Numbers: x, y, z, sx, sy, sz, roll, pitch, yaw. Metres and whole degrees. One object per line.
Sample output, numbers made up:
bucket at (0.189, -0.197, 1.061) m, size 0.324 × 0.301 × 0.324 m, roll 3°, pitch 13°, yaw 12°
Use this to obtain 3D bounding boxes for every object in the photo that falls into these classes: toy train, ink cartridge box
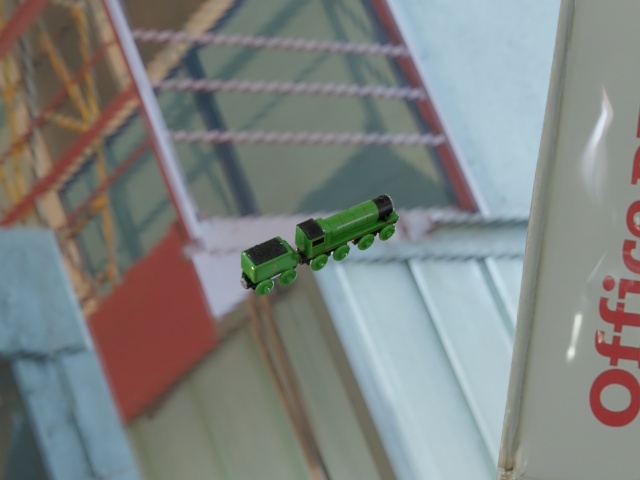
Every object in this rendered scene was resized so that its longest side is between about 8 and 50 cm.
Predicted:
toy train at (0.000, 0.000, 0.837) m, size 0.083 × 0.017 × 0.024 m, roll -24°, pitch -39°, yaw -25°
ink cartridge box at (0.291, 0.016, 0.909) m, size 0.384 × 0.279 × 0.160 m, roll 8°, pitch -13°, yaw 4°
